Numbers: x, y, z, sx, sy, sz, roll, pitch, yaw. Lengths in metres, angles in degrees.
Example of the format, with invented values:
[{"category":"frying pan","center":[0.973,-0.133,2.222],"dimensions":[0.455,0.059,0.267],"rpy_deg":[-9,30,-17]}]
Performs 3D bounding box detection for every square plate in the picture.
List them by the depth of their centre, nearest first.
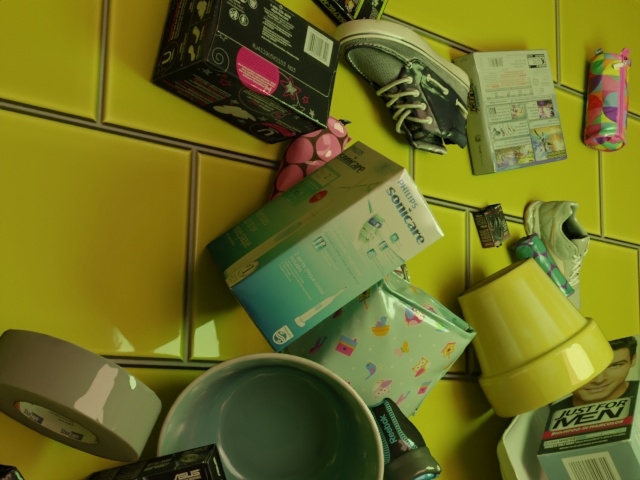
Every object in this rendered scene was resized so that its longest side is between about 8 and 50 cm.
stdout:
[{"category":"square plate","center":[0.430,0.482,1.894],"dimensions":[0.344,0.049,0.347],"rpy_deg":[-27,97,-64]}]

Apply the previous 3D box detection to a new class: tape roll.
[{"category":"tape roll","center":[-0.309,0.194,1.203],"dimensions":[0.219,0.219,0.072],"rpy_deg":[41,57,-32]}]

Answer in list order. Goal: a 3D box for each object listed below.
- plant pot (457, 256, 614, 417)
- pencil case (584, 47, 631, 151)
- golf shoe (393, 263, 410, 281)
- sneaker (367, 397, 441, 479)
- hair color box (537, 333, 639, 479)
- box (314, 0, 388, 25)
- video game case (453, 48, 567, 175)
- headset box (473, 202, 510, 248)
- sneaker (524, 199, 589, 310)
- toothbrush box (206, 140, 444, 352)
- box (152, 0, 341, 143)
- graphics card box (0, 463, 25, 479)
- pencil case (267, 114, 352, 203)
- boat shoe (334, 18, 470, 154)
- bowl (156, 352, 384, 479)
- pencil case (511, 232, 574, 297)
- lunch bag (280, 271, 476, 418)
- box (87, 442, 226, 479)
[{"category":"plant pot","center":[0.388,0.173,1.861],"dimensions":[0.254,0.254,0.239],"rpy_deg":[-28,87,-42]},{"category":"pencil case","center":[0.671,-0.327,2.279],"dimensions":[0.104,0.104,0.236],"rpy_deg":[19,72,-40]},{"category":"golf shoe","center":[0.070,0.022,1.683],"dimensions":[0.120,0.105,0.272],"rpy_deg":[-19,92,-26]},{"category":"sneaker","center":[0.107,0.329,1.538],"dimensions":[0.125,0.341,0.139],"rpy_deg":[-23,75,-13]},{"category":"hair color box","center":[0.571,0.343,1.960],"dimensions":[0.113,0.185,0.374],"rpy_deg":[63,32,-15]},{"category":"box","center":[0.052,-0.483,1.760],"dimensions":[0.184,0.045,0.190],"rpy_deg":[40,58,-35]},{"category":"video game case","center":[0.400,-0.271,2.041],"dimensions":[0.269,0.061,0.244],"rpy_deg":[-12,91,-43]},{"category":"headset box","center":[0.348,-0.026,1.978],"dimensions":[0.062,0.032,0.083],"rpy_deg":[-26,100,-42]},{"category":"sneaker","center":[0.519,0.038,2.068],"dimensions":[0.099,0.121,0.262],"rpy_deg":[-24,100,-42]},{"category":"toothbrush box","center":[0.000,0.000,1.438],"dimensions":[0.295,0.216,0.126],"rpy_deg":[-34,112,-3]},{"category":"box","center":[-0.110,-0.278,1.512],"dimensions":[0.247,0.142,0.163],"rpy_deg":[25,66,-40]},{"category":"graphics card box","center":[-0.378,0.485,1.185],"dimensions":[0.233,0.094,0.371],"rpy_deg":[-41,111,-38]},{"category":"pencil case","center":[-0.019,-0.108,1.607],"dimensions":[0.098,0.095,0.209],"rpy_deg":[33,65,-29]},{"category":"boat shoe","center":[0.158,-0.269,1.767],"dimensions":[0.340,0.127,0.158],"rpy_deg":[17,65,-41]},{"category":"bowl","center":[-0.067,0.294,1.402],"dimensions":[0.163,0.312,0.311],"rpy_deg":[-79,153,-83]},{"category":"pencil case","center":[0.459,0.059,2.022],"dimensions":[0.151,0.064,0.070],"rpy_deg":[58,13,3]},{"category":"lunch bag","center":[0.103,0.172,1.585],"dimensions":[0.262,0.160,0.223],"rpy_deg":[31,99,-33]},{"category":"box","center":[-0.209,0.368,1.297],"dimensions":[0.077,0.180,0.147],"rpy_deg":[-65,141,-83]}]
